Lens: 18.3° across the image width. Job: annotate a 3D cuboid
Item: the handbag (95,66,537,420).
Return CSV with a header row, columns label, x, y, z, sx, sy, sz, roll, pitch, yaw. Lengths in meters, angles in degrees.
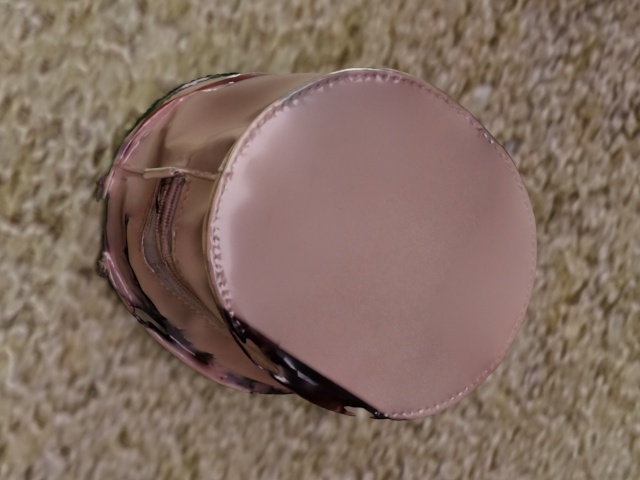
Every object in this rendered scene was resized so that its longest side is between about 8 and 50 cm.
label,x,y,z,sx,sy,sz,roll,pitch,yaw
handbag,-0.001,0.000,1.033,0.205,0.116,0.179,35,81,-26
